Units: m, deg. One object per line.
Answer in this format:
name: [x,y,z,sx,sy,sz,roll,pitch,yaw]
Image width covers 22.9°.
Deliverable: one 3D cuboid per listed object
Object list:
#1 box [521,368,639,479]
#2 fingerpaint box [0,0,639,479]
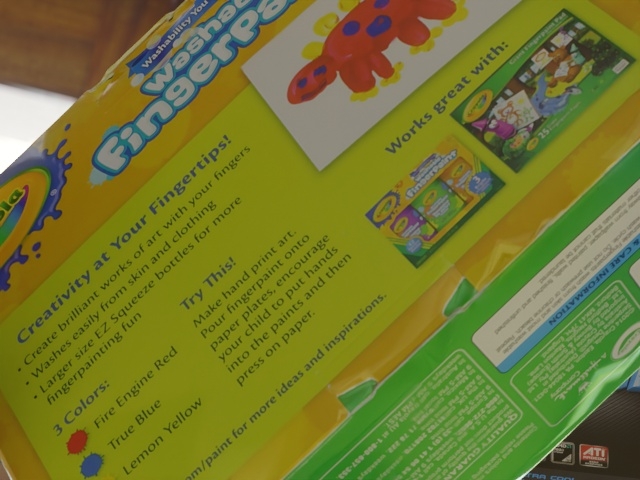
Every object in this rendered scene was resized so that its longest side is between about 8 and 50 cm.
box: [0.188,0.105,1.298,0.295,0.073,0.293,6,121,16]
fingerpaint box: [0.000,0.000,0.978,0.163,0.445,0.371,45,-179,-45]
